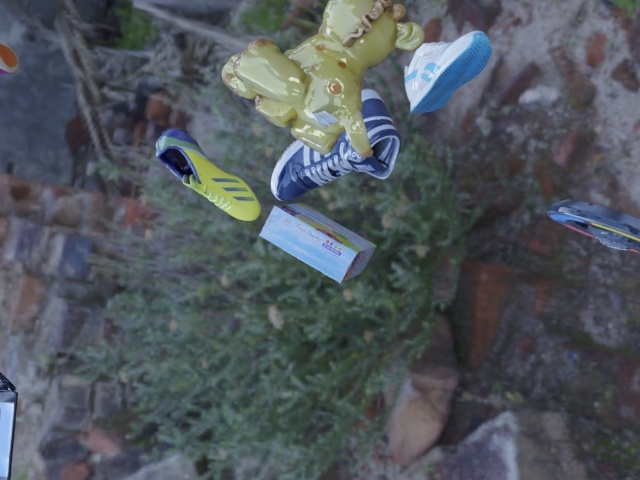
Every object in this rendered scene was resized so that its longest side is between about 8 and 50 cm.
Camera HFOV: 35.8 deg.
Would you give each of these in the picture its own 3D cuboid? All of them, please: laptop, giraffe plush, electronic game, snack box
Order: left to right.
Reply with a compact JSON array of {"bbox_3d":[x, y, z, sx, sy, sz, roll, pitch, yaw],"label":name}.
[{"bbox_3d":[-0.648,0.279,1.710,0.234,0.264,0.137,-4,43,40],"label":"laptop"},{"bbox_3d":[0.000,0.000,1.831,0.070,0.174,0.207,-61,-9,8],"label":"snack box"},{"bbox_3d":[0.013,-0.210,1.124,0.170,0.181,0.210,-58,33,-8],"label":"giraffe plush"},{"bbox_3d":[0.473,-0.012,1.586,0.229,0.229,0.048,19,89,66],"label":"electronic game"}]

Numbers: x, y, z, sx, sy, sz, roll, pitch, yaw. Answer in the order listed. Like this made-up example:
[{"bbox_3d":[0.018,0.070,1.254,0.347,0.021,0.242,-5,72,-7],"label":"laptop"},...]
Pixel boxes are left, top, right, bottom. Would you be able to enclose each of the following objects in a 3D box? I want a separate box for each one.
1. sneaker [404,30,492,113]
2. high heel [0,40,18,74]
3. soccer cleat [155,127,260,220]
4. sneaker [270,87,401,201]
[{"bbox_3d":[0.204,-0.298,1.666,0.228,0.087,0.092,-38,63,60],"label":"sneaker"},{"bbox_3d":[-0.765,-0.384,2.176,0.244,0.117,0.082,-48,-62,-70],"label":"high heel"},{"bbox_3d":[-0.257,-0.130,2.230,0.093,0.289,0.121,-37,21,30],"label":"soccer cleat"},{"bbox_3d":[0.031,-0.143,1.858,0.282,0.099,0.153,-43,51,16],"label":"sneaker"}]
